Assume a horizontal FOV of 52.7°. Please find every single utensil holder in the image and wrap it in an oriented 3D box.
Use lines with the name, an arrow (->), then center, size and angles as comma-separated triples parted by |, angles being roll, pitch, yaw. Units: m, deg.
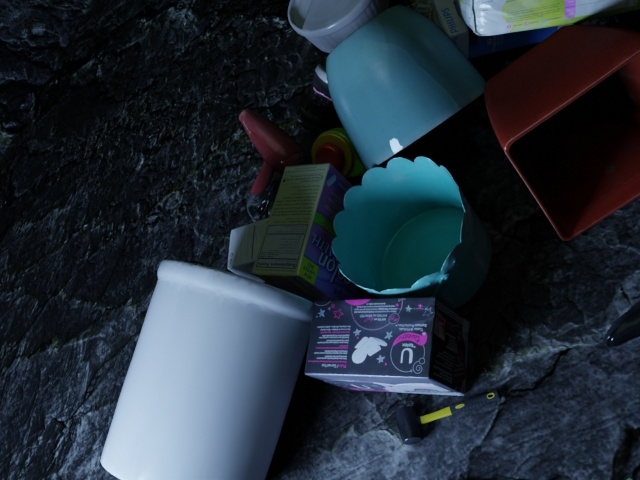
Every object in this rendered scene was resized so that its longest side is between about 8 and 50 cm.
utensil holder -> -0.208, 0.265, 1.233 | 0.327, 0.327, 0.386 | 8, 75, 39

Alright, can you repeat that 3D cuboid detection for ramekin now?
ramekin -> 0.057, -0.616, 1.700 | 0.272, 0.127, 0.273 | -17, 56, 27

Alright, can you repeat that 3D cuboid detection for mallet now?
mallet -> 0.220, 0.304, 1.113 | 0.189, 0.039, 0.062 | -19, 55, 22

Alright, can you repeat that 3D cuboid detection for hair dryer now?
hair dryer -> -0.126, -0.160, 1.490 | 0.223, 0.080, 0.294 | -6, 103, 35

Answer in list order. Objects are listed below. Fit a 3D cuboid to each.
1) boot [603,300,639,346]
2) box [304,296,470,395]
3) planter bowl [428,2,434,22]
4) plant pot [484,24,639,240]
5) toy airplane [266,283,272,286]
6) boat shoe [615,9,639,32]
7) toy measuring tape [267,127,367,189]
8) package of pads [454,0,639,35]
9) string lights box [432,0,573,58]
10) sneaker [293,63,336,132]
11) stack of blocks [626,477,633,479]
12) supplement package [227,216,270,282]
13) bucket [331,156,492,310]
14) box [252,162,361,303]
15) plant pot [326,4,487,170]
boot -> 0.511, 0.144, 0.986 | 0.121, 0.045, 0.099 | -44, 51, 6
box -> 0.121, 0.194, 1.158 | 0.247, 0.163, 0.142 | -5, 66, 34
planter bowl -> 0.324, -0.531, 1.481 | 0.217, 0.090, 0.217 | -17, 56, 28
plant pot -> 0.435, -0.213, 1.117 | 0.267, 0.267, 0.236 | -36, 38, 14
toy airplane -> -0.091, 0.142, 1.435 | 0.151, 0.028, 0.151 | -17, 56, 27
boat shoe -> 0.635, -0.371, 1.171 | 0.084, 0.079, 0.233 | -46, 49, 3
toy measuring tape -> -0.012, -0.194, 1.508 | 0.330, 0.121, 0.121 | -6, 62, 34
package of pads -> 0.404, -0.455, 1.179 | 0.296, 0.101, 0.229 | -8, 26, 7
string lights box -> 0.378, -0.469, 1.352 | 0.259, 0.077, 0.133 | -12, 55, 4
sneaker -> 0.004, -0.323, 1.521 | 0.147, 0.104, 0.296 | -56, 4, 8
stack of blocks -> 0.487, 0.440, 0.799 | 0.171, 0.087, 0.297 | -49, 47, 2
supplement package -> -0.107, 0.018, 1.465 | 0.179, 0.105, 0.105 | -16, 57, 28
bucket -> 0.176, 0.003, 1.216 | 0.281, 0.183, 0.281 | -18, 55, 28
box -> 0.000, 0.000, 1.324 | 0.117, 0.213, 0.243 | 1, 65, 37
plant pot -> 0.150, -0.319, 1.294 | 0.293, 0.235, 0.293 | -34, 4, 3
